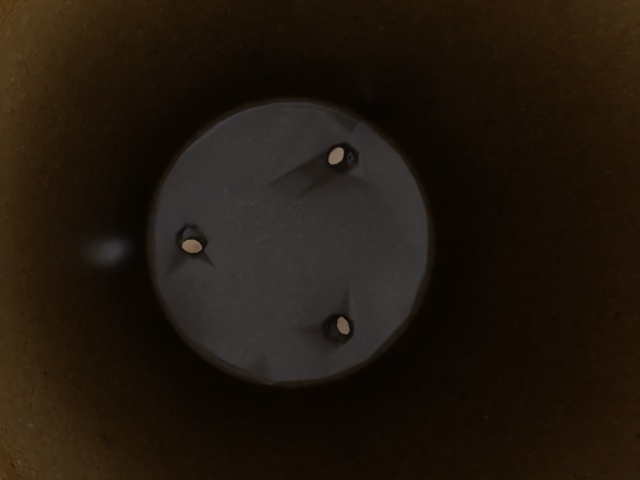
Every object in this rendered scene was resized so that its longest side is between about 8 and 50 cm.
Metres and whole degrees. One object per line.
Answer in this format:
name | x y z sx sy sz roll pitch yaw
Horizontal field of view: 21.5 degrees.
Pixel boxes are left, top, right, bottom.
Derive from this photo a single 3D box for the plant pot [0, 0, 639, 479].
plant pot | 0.000 0.000 0.549 0.237 0.237 0.254 -58 -175 -5
